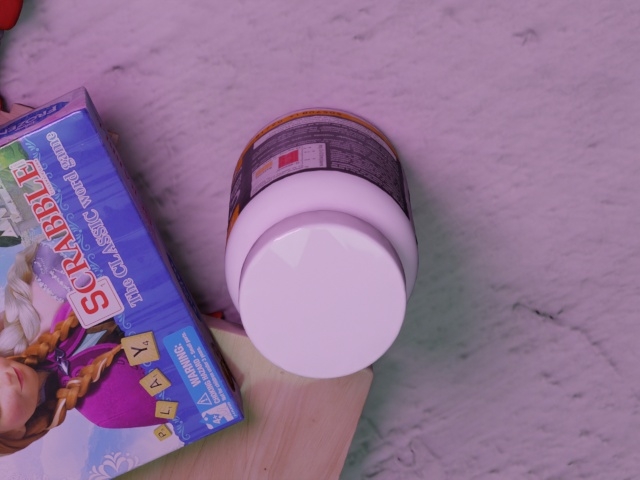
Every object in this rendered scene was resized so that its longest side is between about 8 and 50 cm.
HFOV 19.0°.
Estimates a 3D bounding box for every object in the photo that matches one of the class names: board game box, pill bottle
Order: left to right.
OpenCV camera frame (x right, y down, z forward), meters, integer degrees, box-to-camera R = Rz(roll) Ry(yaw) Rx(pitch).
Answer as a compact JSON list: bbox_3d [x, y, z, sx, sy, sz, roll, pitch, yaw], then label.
[{"bbox_3d":[-0.273,0.078,1.632,0.318,0.066,0.319,-25,111,3],"label":"board game box"},{"bbox_3d":[0.000,0.000,1.608,0.162,0.278,0.162,0,110,0],"label":"pill bottle"}]

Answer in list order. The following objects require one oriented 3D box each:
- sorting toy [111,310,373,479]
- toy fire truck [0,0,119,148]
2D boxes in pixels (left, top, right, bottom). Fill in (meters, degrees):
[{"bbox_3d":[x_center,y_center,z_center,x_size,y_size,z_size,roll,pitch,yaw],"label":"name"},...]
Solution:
[{"bbox_3d":[-0.110,0.181,1.778,0.255,0.089,0.257,15,111,-6],"label":"sorting toy"},{"bbox_3d":[-0.292,-0.156,1.633,0.246,0.158,0.217,11,117,-26],"label":"toy fire truck"}]
